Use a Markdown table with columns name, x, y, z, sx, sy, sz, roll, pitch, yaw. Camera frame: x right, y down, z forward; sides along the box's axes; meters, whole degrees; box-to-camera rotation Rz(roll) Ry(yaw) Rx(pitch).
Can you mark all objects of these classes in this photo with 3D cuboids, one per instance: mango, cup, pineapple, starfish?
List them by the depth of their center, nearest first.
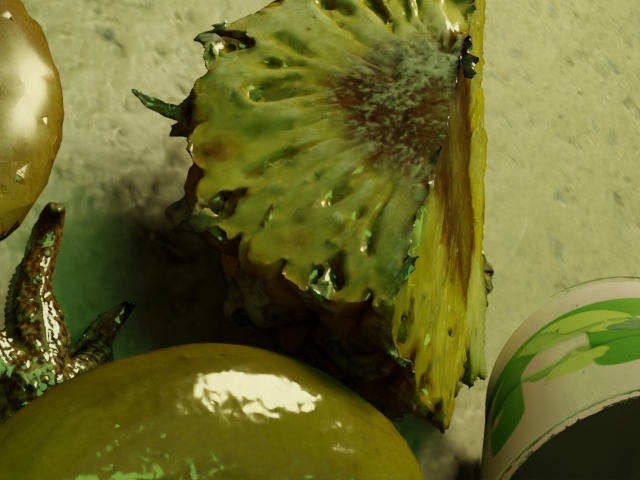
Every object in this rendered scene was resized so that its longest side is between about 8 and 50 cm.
| name | x | y | z | sx | sy | sz | roll | pitch | yaw |
| --- | --- | --- | --- | --- | --- | --- | --- | --- | --- |
| mango | -0.074 | 0.150 | 0.962 | 0.331 | 0.142 | 0.195 | 6 | 74 | -44 |
| starfish | -0.156 | 0.088 | 1.013 | 0.213 | 0.057 | 0.238 | 52 | 38 | -19 |
| cup | 0.208 | 0.156 | 1.155 | 0.253 | 0.253 | 0.274 | 43 | 14 | -11 |
| pineapple | 0.001 | 0.002 | 1.204 | 0.209 | 0.286 | 0.344 | 4 | 49 | 12 |

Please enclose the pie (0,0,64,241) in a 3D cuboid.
| name | x | y | z | sx | sy | sz | roll | pitch | yaw |
| --- | --- | --- | --- | --- | --- | --- | --- | --- | --- |
| pie | -0.263 | -0.104 | 1.055 | 0.273 | 0.069 | 0.273 | 23 | 44 | -24 |
